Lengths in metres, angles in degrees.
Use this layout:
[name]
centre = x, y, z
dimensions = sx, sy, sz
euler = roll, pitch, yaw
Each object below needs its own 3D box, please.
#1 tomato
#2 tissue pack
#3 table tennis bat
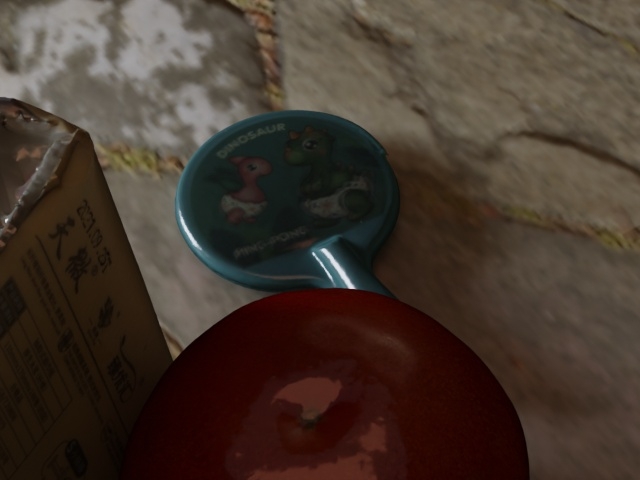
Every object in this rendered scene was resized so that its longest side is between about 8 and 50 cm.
[tomato]
centre = 0.001, 0.111, 0.781
dimensions = 0.195, 0.136, 0.195
euler = -1, 53, 2
[tissue pack]
centre = -0.152, 0.068, 0.769
dimensions = 0.090, 0.222, 0.186
euler = 17, 57, 26
[table tennis bat]
centre = 0.000, 0.000, 0.933
dimensions = 0.124, 0.033, 0.201
euler = -27, 51, -14
